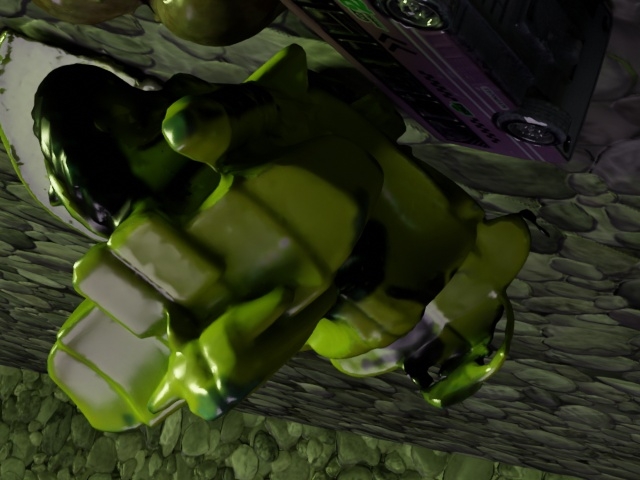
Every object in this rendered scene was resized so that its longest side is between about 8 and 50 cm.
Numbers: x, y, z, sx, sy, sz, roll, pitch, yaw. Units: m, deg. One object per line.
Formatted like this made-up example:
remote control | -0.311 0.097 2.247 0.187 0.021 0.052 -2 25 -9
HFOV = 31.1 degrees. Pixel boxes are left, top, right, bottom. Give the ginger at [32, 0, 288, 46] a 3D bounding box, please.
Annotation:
ginger | -0.103 -0.139 0.517 0.204 0.080 0.104 17 158 3

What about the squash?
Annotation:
squash | -0.139 -0.075 0.879 0.237 0.155 0.204 24 126 -16

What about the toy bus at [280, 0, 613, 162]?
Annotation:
toy bus | 0.049 -0.102 0.475 0.098 0.087 0.178 12 166 39

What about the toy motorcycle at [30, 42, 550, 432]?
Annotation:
toy motorcycle | -0.002 0.002 0.542 0.206 0.142 0.342 44 -162 9
